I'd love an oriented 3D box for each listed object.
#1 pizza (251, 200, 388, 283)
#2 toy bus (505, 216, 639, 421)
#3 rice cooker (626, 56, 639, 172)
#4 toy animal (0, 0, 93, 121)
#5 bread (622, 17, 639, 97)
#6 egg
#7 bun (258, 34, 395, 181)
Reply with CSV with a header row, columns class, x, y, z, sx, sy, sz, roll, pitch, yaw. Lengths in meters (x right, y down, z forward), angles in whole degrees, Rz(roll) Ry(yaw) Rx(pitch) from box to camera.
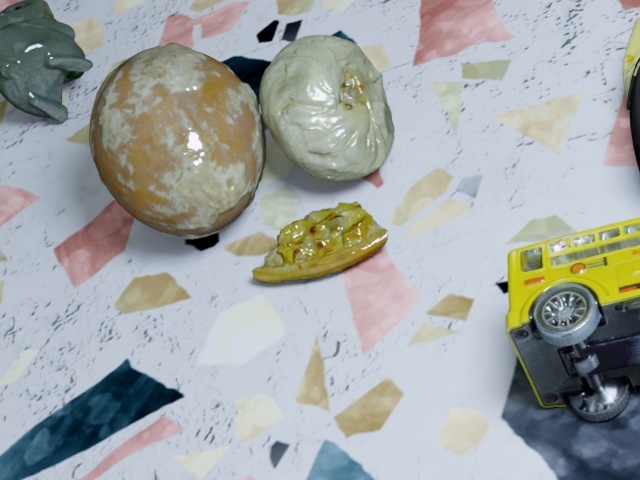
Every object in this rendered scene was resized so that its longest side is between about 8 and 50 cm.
class,x,y,z,sx,sy,sz,roll,pitch,yaw
pizza,0.000,0.000,1.862,0.160,0.035,0.099,-15,44,13
toy bus,0.344,0.049,1.571,0.330,0.144,0.152,-14,44,16
rice cooker,0.384,-0.128,1.729,0.142,0.118,0.203,3,52,14
toy animal,-0.393,-0.263,2.242,0.125,0.127,0.251,-35,40,-5
bread,0.371,-0.188,1.825,0.080,0.084,0.109,-1,48,27
egg,-0.162,-0.111,1.926,0.203,0.203,0.245,-27,52,0
bun,0.015,-0.155,1.918,0.111,0.164,0.188,-43,26,37
